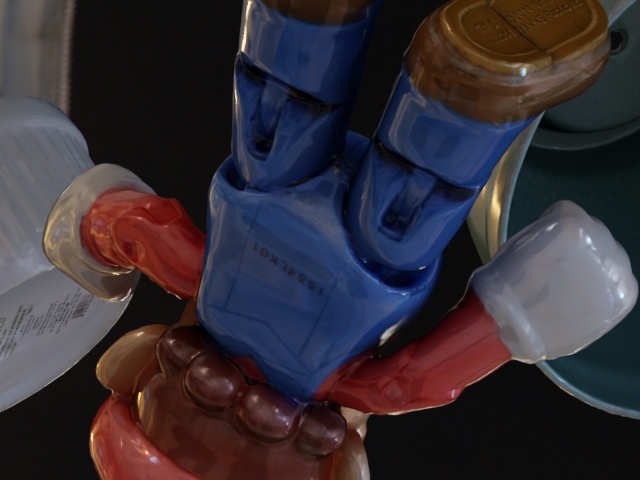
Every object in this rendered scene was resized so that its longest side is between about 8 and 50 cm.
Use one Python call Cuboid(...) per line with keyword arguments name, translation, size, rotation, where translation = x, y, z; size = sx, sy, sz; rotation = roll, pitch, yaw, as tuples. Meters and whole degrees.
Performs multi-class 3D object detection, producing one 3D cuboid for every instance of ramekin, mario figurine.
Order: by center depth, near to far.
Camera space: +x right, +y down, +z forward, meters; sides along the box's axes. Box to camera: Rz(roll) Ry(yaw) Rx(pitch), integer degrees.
Cuboid(name="mario figurine", translation=(0.000, 0.000, 0.709), size=(0.198, 0.170, 0.320), rotation=(60, -38, 34))
Cuboid(name="ramekin", translation=(-0.207, 0.022, 1.049), size=(0.109, 0.207, 0.207), rotation=(51, -37, 19))

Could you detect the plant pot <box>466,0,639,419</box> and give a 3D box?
Cuboid(name="plant pot", translation=(0.190, -0.078, 0.937), size=(0.293, 0.196, 0.293), rotation=(-11, -55, -16))
